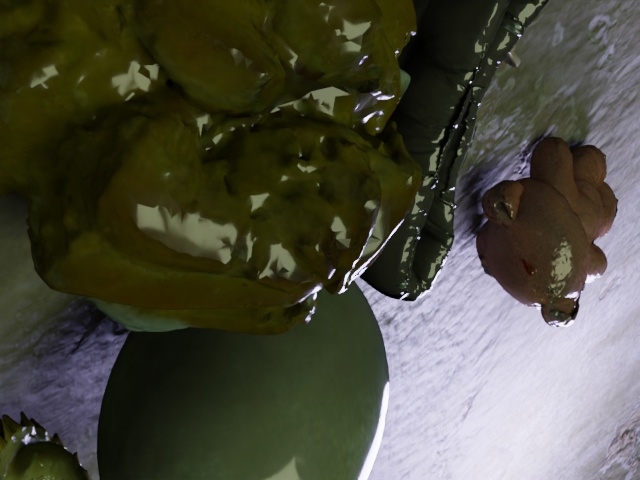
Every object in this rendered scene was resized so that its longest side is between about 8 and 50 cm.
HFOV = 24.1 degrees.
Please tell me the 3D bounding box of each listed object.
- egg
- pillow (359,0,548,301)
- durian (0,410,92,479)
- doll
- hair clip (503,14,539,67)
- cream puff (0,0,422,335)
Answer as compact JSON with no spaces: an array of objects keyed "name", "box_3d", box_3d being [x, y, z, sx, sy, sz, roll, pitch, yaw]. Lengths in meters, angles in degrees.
[{"name":"egg","box_3d":[-0.069,0.154,1.379,0.258,0.258,0.352,84,17,-48]},{"name":"pillow","box_3d":[0.044,-0.126,1.318,0.101,0.228,0.326,-20,135,-53]},{"name":"durian","box_3d":[-0.274,0.248,1.295,0.172,0.166,0.306,-47,156,-9]},{"name":"doll","box_3d":[0.282,-0.021,1.889,0.303,0.156,0.201,-41,110,-57]},{"name":"hair clip","box_3d":[0.151,-0.198,1.593,0.226,0.034,0.072,-23,138,-42]},{"name":"cream puff","box_3d":[-0.069,-0.088,1.111,0.378,0.275,0.378,-23,134,-26]}]
